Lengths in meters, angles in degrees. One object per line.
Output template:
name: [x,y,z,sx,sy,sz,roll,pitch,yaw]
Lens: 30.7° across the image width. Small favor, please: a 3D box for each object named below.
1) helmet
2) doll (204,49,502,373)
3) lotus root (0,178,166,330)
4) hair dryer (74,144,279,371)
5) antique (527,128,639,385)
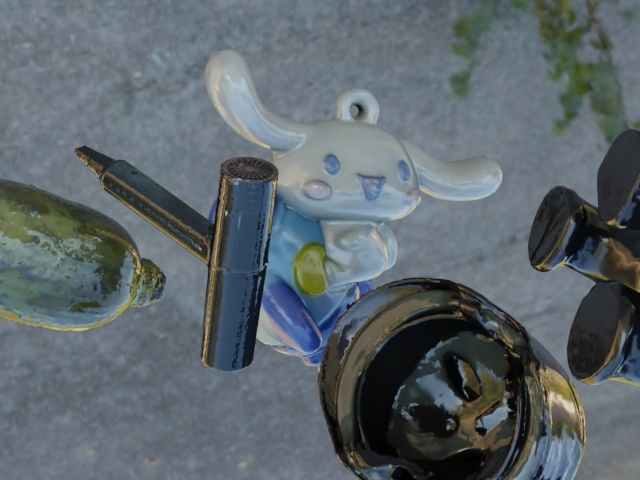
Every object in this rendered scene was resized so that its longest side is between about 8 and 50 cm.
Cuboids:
helmet: [0.150,0.178,1.215,0.177,0.305,0.225,31,99,-40]
doll: [0.001,0.001,1.355,0.376,0.366,0.187,19,-177,-5]
lotus root: [-0.341,0.020,1.464,0.309,0.173,0.173,17,139,-15]
hair dryer: [-0.125,-0.005,0.941,0.050,0.194,0.173,-27,132,-51]
antique: [0.311,0.044,0.802,0.255,0.322,0.185,19,114,-12]
